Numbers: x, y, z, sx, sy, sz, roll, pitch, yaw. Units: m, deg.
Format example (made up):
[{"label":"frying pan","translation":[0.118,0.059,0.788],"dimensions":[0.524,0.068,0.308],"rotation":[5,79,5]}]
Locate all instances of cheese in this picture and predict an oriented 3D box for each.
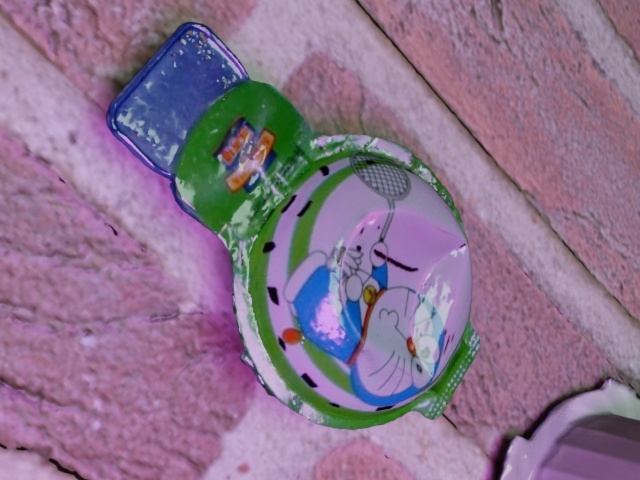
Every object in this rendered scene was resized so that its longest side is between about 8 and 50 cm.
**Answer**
[{"label":"cheese","translation":[0.000,0.000,0.593],"dimensions":[0.320,0.083,0.204],"rotation":[46,65,-25]}]

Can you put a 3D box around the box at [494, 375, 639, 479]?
[{"label":"box","translation":[0.294,0.276,0.707],"dimensions":[0.262,0.206,0.291],"rotation":[-19,99,-33]}]
